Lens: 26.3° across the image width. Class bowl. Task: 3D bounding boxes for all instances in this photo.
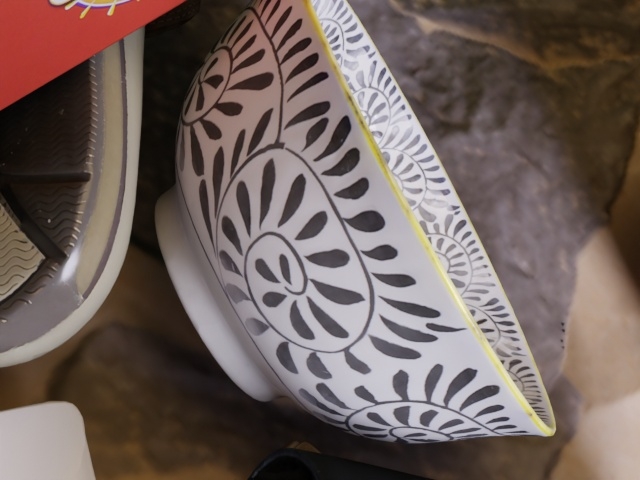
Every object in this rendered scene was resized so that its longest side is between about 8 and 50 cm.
[{"bbox_3d":[0.000,0.000,0.429,0.080,0.170,0.170,-27,74,9],"label":"bowl"}]

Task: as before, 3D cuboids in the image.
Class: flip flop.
[{"bbox_3d":[-0.080,-0.082,0.448,0.080,0.112,0.277,44,38,-52],"label":"flip flop"}]

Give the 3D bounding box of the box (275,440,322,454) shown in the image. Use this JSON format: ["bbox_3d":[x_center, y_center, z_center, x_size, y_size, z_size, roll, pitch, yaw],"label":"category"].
[{"bbox_3d":[-0.009,0.178,0.378,0.164,0.021,0.201,46,52,-1],"label":"box"}]

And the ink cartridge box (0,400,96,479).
[{"bbox_3d":[-0.134,0.087,0.313,0.198,0.067,0.115,-6,63,-26],"label":"ink cartridge box"}]

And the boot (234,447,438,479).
[{"bbox_3d":[0.074,0.175,0.351,0.207,0.094,0.247,8,55,-31],"label":"boot"}]

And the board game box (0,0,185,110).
[{"bbox_3d":[-0.142,-0.141,0.376,0.316,0.064,0.242,-35,71,-17],"label":"board game box"}]
